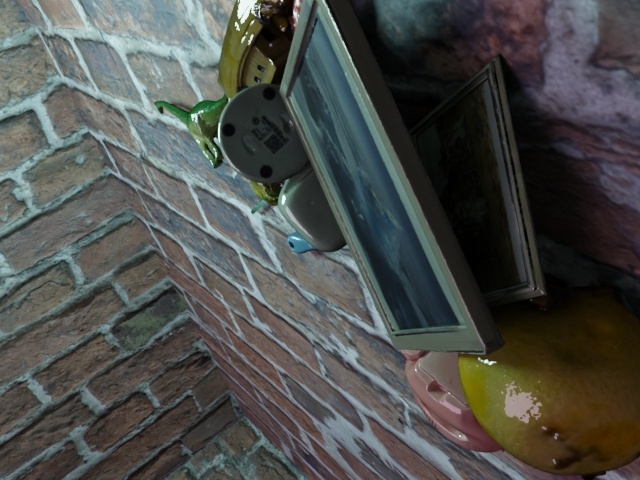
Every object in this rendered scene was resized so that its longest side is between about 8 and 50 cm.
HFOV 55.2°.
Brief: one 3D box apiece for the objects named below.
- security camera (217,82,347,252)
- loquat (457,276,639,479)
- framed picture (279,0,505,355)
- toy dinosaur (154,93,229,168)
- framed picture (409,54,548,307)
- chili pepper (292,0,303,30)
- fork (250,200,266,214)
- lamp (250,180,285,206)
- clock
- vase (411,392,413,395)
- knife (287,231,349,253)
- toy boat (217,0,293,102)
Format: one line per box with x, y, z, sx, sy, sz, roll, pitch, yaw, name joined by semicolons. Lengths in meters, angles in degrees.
-0.039;-0.119;1.005;0.301;0.157;0.080;47;175;-12;security camera
0.281;0.152;0.728;0.244;0.244;0.243;42;154;26;loquat
0.060;-0.064;0.788;0.326;0.028;0.445;134;113;-75;framed picture
-0.277;-0.304;1.355;0.300;0.087;0.447;58;156;10;toy dinosaur
0.174;-0.050;0.738;0.217;0.017;0.274;140;125;-66;framed picture
0.000;-0.294;0.845;0.073;0.071;0.123;-110;4;-46;chili pepper
-0.126;-0.096;1.412;0.039;0.021;0.235;60;158;-2;fork
-0.069;-0.133;1.106;0.157;0.135;0.156;43;154;29;lamp
0.242;0.277;1.076;0.227;0.142;0.241;39;156;33;clock
0.238;0.339;1.272;0.101;0.053;0.053;40;153;39;vase
-0.001;-0.002;1.299;0.244;0.032;0.058;-6;109;59;knife
-0.093;-0.303;0.984;0.121;0.089;0.321;48;155;1;toy boat
